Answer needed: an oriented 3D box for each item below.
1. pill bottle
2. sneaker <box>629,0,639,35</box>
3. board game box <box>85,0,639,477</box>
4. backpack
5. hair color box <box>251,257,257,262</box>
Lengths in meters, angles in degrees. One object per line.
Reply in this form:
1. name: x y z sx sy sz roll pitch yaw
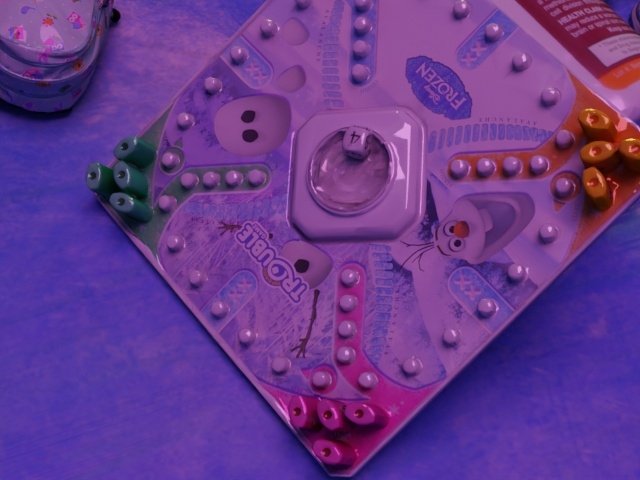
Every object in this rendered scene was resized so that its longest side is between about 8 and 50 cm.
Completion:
1. pill bottle: 0.159 -0.194 1.206 0.224 0.224 0.392 -27 64 -24
2. sneaker: 0.388 -0.228 1.363 0.052 0.058 0.135 -11 58 -15
3. board game box: 0.027 -0.063 1.071 0.390 0.050 0.390 -45 67 5
4. backpack: -0.284 -0.220 1.227 0.152 0.115 0.182 6 58 -7
5. hair color box: 0.000 0.000 1.158 0.072 0.043 0.141 32 58 14
